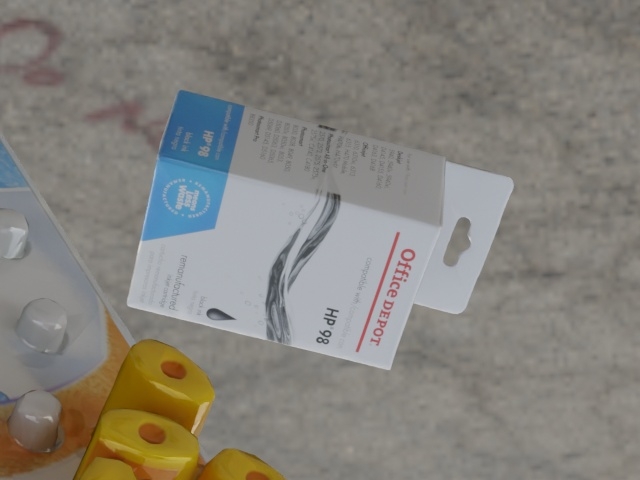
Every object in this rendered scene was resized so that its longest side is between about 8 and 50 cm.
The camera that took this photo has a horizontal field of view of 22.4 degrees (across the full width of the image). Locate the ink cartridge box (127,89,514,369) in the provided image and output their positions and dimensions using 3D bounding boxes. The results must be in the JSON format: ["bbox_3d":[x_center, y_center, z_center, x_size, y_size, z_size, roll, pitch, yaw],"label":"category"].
[{"bbox_3d":[0.000,0.000,0.828,0.180,0.060,0.104,14,129,-3],"label":"ink cartridge box"}]

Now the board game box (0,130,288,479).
[{"bbox_3d":[-0.247,-0.024,0.422,0.390,0.390,0.050,-4,134,-39],"label":"board game box"}]
